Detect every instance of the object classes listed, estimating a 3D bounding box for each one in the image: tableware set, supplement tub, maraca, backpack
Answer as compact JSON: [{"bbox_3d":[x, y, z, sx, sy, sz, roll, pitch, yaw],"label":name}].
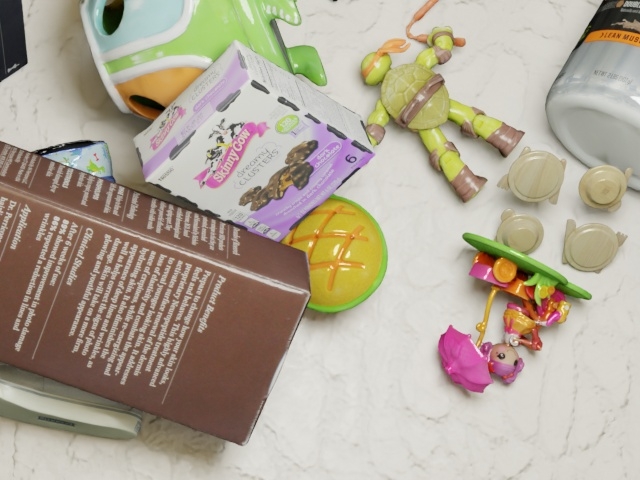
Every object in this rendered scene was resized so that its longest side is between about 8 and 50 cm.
[{"bbox_3d":[0.277,-0.034,1.939,0.168,0.020,0.141,10,117,-10],"label":"tableware set"},{"bbox_3d":[0.422,-0.238,1.960,0.207,0.207,0.338,32,73,1],"label":"supplement tub"},{"bbox_3d":[0.000,0.000,1.895,0.127,0.099,0.186,-33,60,-3],"label":"maraca"},{"bbox_3d":[-0.283,-0.062,1.865,0.114,0.105,0.084,-17,90,-19],"label":"backpack"}]

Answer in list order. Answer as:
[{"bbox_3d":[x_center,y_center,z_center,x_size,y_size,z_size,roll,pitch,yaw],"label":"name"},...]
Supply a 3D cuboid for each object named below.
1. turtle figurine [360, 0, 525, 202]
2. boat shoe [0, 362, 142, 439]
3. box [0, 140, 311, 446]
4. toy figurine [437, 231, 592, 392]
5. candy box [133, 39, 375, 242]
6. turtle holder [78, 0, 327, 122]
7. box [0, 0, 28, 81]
[{"bbox_3d":[0.129,-0.162,1.958,0.217,0.087,0.269,39,74,3],"label":"turtle figurine"},{"bbox_3d":[-0.299,0.152,1.825,0.227,0.079,0.081,15,67,-10],"label":"boat shoe"},{"bbox_3d":[-0.218,0.049,1.770,0.381,0.143,0.191,21,108,-8],"label":"box"},{"bbox_3d":[0.204,0.098,1.908,0.173,0.130,0.159,27,86,-26],"label":"toy figurine"},{"bbox_3d":[-0.070,-0.099,1.798,0.196,0.165,0.070,27,31,-40],"label":"candy box"},{"bbox_3d":[-0.150,-0.273,1.870,0.227,0.243,0.320,-22,88,4],"label":"turtle holder"},{"bbox_3d":[-0.482,-0.218,1.750,0.312,0.343,0.179,-38,83,-16],"label":"box"}]
